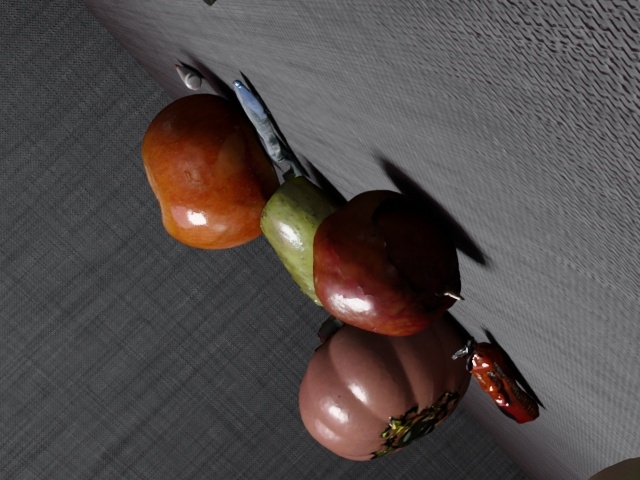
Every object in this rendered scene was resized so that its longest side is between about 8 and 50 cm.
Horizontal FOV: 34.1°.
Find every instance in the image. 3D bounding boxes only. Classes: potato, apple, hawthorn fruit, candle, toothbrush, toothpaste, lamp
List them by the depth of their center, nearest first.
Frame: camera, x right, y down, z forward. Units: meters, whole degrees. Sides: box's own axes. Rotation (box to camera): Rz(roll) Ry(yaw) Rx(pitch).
[{"bbox_3d":[0.073,0.030,1.040,0.172,0.148,0.148,31,168,43],"label":"hawthorn fruit"},{"bbox_3d":[0.260,0.203,1.532,0.084,0.059,0.301,29,170,32],"label":"candle"},{"bbox_3d":[-0.073,-0.151,1.568,0.035,0.042,0.413,45,175,20],"label":"toothbrush"},{"bbox_3d":[0.000,0.000,1.660,0.176,0.141,0.298,28,160,36],"label":"potato"},{"bbox_3d":[-0.184,-0.112,1.724,0.251,0.206,0.272,69,177,-67],"label":"apple"},{"bbox_3d":[0.099,0.221,1.744,0.239,0.305,0.305,57,-178,27],"label":"lamp"},{"bbox_3d":[-0.244,-0.303,1.934,0.048,0.031,0.190,43,-179,-20],"label":"toothpaste"}]

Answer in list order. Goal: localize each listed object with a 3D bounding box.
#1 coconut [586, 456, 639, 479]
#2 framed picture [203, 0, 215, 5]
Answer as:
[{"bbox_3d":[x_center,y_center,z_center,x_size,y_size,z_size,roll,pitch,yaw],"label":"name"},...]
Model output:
[{"bbox_3d":[0.297,0.315,0.913,0.259,0.259,0.259,46,177,3],"label":"coconut"},{"bbox_3d":[-0.241,-0.384,0.980,0.347,0.016,0.265,45,177,12],"label":"framed picture"}]
